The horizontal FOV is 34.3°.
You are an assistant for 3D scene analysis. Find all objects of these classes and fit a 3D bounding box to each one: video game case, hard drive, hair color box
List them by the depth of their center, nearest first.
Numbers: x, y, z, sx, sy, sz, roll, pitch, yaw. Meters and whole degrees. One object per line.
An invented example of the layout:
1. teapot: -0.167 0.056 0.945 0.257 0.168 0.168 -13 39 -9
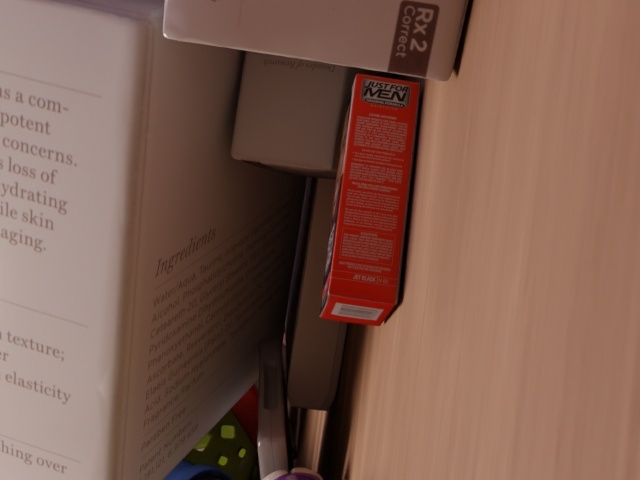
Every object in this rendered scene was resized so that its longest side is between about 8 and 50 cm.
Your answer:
1. hair color box: 0.030 -0.024 0.646 0.072 0.043 0.141 107 171 -73
2. video game case: -0.032 0.216 0.866 0.193 0.023 0.212 -99 5 -73
3. hard drive: 0.000 0.000 1.032 0.353 0.047 0.233 -106 24 -79

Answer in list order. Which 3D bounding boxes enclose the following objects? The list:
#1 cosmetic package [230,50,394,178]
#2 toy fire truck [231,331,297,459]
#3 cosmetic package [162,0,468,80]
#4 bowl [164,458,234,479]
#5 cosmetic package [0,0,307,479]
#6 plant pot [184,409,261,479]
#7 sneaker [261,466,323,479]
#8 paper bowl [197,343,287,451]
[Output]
1. cosmetic package: 0.007 -0.162 0.758 0.117 0.086 0.231 3 -86 -70
2. toy fire truck: -0.107 0.095 1.225 0.254 0.169 0.302 -109 -2 -48
3. cosmetic package: 0.004 -0.190 0.574 0.183 0.151 0.151 -92 10 -69
4. bowl: -0.133 0.399 0.979 0.391 0.077 0.391 -6 -90 -76
5. cosmetic package: -0.214 -0.048 0.860 0.327 0.329 0.393 -40 -36 -61
6. plant pot: -0.166 0.267 1.414 0.227 0.228 0.207 87 -156 -62
7. sneaker: -0.014 0.245 0.734 0.071 0.068 0.169 -158 67 -71
8. paper bowl: -0.137 0.262 1.751 0.284 0.148 0.284 -172 90 -87
